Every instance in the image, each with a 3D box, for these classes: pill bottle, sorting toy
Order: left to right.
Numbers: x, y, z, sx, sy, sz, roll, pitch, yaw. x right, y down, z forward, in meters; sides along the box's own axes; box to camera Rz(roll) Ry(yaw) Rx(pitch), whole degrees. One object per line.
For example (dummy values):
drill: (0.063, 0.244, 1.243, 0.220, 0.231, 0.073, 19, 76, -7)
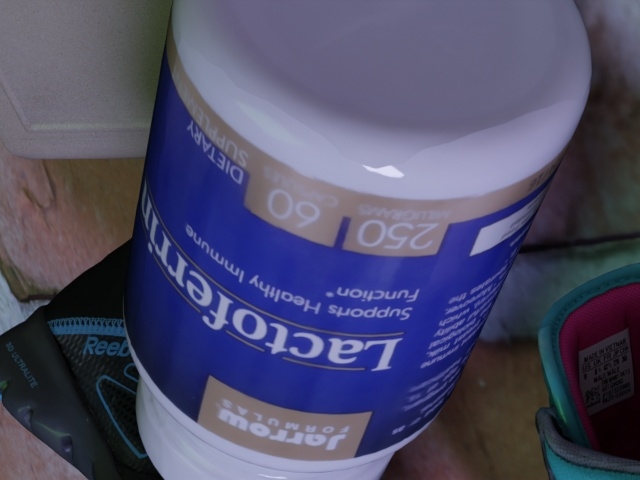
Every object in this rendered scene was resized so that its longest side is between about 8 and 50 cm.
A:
sorting toy: (-0.106, -0.116, 0.738, 0.347, 0.047, 0.196, 2, 138, 29)
pill bottle: (0.000, 0.000, 0.635, 0.153, 0.153, 0.265, 50, 146, 26)

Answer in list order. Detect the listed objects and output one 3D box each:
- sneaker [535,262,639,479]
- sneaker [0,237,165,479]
sneaker: (0.110, 0.100, 0.555, 0.295, 0.123, 0.178, -14, 104, 51)
sneaker: (-0.042, 0.113, 0.766, 0.341, 0.139, 0.125, 44, 178, 36)
